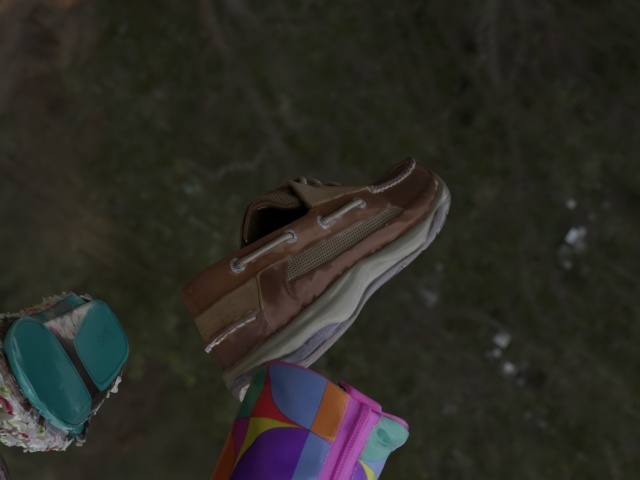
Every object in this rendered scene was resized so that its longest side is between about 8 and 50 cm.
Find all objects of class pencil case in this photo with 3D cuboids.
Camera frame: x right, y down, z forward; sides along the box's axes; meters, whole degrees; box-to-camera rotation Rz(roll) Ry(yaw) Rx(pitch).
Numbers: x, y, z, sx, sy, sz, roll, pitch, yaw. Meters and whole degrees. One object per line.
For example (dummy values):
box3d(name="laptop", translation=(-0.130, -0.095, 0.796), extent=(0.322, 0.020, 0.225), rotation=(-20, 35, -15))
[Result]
box3d(name="pencil case", translation=(-0.032, 0.184, 1.039), extent=(0.104, 0.104, 0.236), rotation=(111, 0, -69))

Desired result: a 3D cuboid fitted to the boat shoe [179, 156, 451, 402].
box3d(name="boat shoe", translation=(0.000, 0.000, 1.480), extent=(0.123, 0.116, 0.324), rotation=(-39, -177, 34))

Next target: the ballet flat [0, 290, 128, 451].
box3d(name="ballet flat", translation=(-0.172, 0.084, 1.120), extent=(0.077, 0.091, 0.241), rotation=(-26, 179, 8))

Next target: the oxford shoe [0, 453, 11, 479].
box3d(name="oxford shoe", translation=(-0.291, 0.211, 1.126), extent=(0.271, 0.097, 0.098), rotation=(-46, 156, -31))
